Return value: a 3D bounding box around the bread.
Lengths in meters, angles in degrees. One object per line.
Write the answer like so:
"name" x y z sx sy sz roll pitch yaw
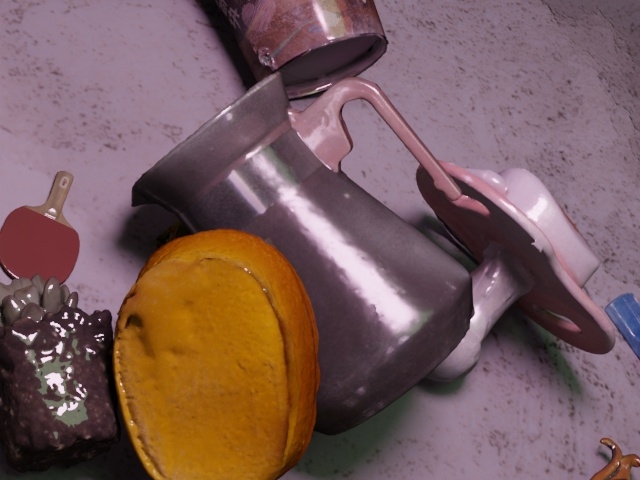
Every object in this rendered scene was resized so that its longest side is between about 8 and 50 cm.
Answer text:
"bread" -0.100 0.125 1.484 0.142 0.195 0.269 -48 133 -78

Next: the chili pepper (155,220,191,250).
"chili pepper" -0.093 0.006 1.750 0.202 0.050 0.052 11 18 -26

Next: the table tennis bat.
"table tennis bat" -0.296 -0.013 1.644 0.087 0.013 0.156 25 51 -16

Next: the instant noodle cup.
"instant noodle cup" -0.032 -0.301 1.899 0.217 0.217 0.207 -13 74 -40

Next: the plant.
"plant" -0.269 0.120 1.487 0.129 0.132 0.194 -8 70 -37

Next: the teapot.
"teapot" 0.000 0.000 1.622 0.344 0.300 0.253 51 10 -5

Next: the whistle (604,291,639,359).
"whistle" 0.456 0.126 2.020 0.090 0.090 0.158 -24 76 -43

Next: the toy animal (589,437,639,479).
"toy animal" 0.373 0.348 1.828 0.099 0.057 0.241 -3 63 -36

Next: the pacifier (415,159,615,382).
"pacifier" 0.217 0.038 1.821 0.332 0.220 0.273 49 41 -30
